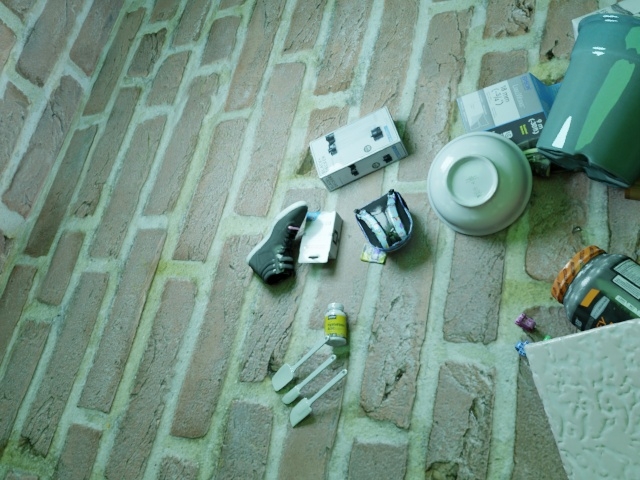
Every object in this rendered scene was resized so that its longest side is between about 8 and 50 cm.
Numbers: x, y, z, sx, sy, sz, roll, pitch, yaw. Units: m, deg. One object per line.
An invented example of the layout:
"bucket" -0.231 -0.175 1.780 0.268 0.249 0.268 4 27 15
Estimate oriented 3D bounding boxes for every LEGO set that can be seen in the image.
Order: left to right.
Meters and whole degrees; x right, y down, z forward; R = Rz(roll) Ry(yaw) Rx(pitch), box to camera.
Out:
"LEGO set" 0.554 0.266 1.491 0.227 0.093 0.087 32 81 35

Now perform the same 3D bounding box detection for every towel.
"towel" 0.163 0.039 1.858 0.083 0.009 0.060 11 68 30
"towel" 0.627 0.349 1.306 0.317 0.053 0.331 -28 71 43

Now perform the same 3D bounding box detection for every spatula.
"spatula" -0.035 0.388 1.724 0.242 0.019 0.168 -46 48 21

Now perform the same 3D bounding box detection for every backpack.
"backpack" 0.204 -0.041 1.815 0.158 0.117 0.173 -30 54 9

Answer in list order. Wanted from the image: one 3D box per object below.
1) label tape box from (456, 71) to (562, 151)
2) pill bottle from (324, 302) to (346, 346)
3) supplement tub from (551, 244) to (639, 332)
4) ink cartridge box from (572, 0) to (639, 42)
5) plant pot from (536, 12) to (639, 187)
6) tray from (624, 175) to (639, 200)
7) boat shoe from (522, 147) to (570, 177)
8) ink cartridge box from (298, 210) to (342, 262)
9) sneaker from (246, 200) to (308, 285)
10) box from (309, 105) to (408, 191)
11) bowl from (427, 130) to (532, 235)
"label tape box" 0.597 -0.364 1.803 0.334 0.106 0.240 -18 58 17
"pill bottle" 0.044 0.244 1.773 0.065 0.065 0.116 -11 59 21
"supplement tub" 0.715 0.171 1.393 0.207 0.207 0.338 -44 53 -1
"ink cartridge box" 0.893 -0.591 1.734 0.289 0.121 0.211 -17 37 17
"plant pot" 0.731 -0.332 1.530 0.341 0.341 0.334 31 98 35
"tray" 0.957 -0.287 1.604 0.203 0.076 0.410 13 71 31
"boat shoe" 0.635 -0.215 1.720 0.224 0.080 0.073 -10 55 16
"ink cartridge box" 0.000 0.000 1.928 0.104 0.060 0.180 -1 63 25
"sneaker" -0.106 0.020 1.923 0.295 0.105 0.147 -50 56 20
"box" 0.122 -0.300 2.014 0.290 0.087 0.169 -23 56 14
"bowl" 0.426 -0.161 1.689 0.298 0.134 0.297 0 91 23
